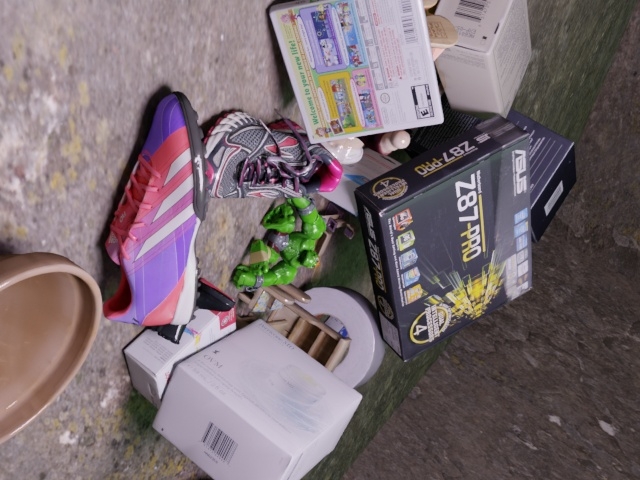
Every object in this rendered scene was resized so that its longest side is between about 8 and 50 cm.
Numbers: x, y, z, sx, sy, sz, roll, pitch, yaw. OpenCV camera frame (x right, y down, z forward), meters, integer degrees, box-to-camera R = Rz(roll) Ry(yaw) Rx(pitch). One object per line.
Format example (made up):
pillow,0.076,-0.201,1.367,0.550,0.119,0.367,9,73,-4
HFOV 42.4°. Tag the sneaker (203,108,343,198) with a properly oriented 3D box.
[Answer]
sneaker,-0.071,-0.111,1.165,0.299,0.112,0.121,-19,139,-57

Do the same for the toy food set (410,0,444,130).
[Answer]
toy food set,0.193,-0.343,1.446,0.219,0.092,0.306,-55,160,-5

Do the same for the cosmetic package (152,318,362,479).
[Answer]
cosmetic package,-0.094,0.266,1.295,0.225,0.224,0.138,-25,145,-58

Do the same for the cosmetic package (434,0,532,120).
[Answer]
cosmetic package,0.280,-0.335,1.415,0.160,0.113,0.309,-67,161,-7

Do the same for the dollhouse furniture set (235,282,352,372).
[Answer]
dollhouse furniture set,-0.071,0.194,1.543,0.212,0.161,0.242,-60,159,10

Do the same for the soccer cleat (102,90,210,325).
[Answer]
soccer cleat,-0.206,-0.028,1.012,0.116,0.108,0.318,-3,123,-21

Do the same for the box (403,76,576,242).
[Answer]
box,0.373,-0.171,1.794,0.179,0.312,0.343,-58,160,1

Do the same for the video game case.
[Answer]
video game case,0.053,-0.232,1.099,0.023,0.193,0.212,-84,161,-47

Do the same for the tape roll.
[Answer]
tape roll,0.019,0.202,1.677,0.219,0.219,0.072,-61,160,10

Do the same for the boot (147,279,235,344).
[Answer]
boot,-0.194,0.104,1.202,0.099,0.121,0.045,-61,158,-6

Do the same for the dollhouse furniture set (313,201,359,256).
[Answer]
dollhouse furniture set,0.000,0.000,1.554,0.081,0.091,0.114,-9,134,-43

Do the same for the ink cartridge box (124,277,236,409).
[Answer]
ink cartridge box,-0.216,0.164,1.295,0.175,0.072,0.127,-44,158,-30

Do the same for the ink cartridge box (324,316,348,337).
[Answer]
ink cartridge box,0.002,0.258,1.970,0.207,0.046,0.097,-48,159,-22

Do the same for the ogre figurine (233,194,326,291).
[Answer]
ogre figurine,-0.057,0.005,1.406,0.118,0.097,0.197,20,87,-51

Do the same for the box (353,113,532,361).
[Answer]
box,0.240,0.005,1.528,0.318,0.097,0.395,-28,133,-18

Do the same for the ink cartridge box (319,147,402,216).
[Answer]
ink cartridge box,0.080,-0.112,1.513,0.181,0.104,0.061,-25,142,-54

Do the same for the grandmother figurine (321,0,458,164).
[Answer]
grandmother figurine,0.083,-0.221,1.247,0.104,0.207,0.342,-2,154,-26

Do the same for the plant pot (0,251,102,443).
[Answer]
plant pot,-0.350,0.100,0.846,0.237,0.110,0.237,-47,157,-27
